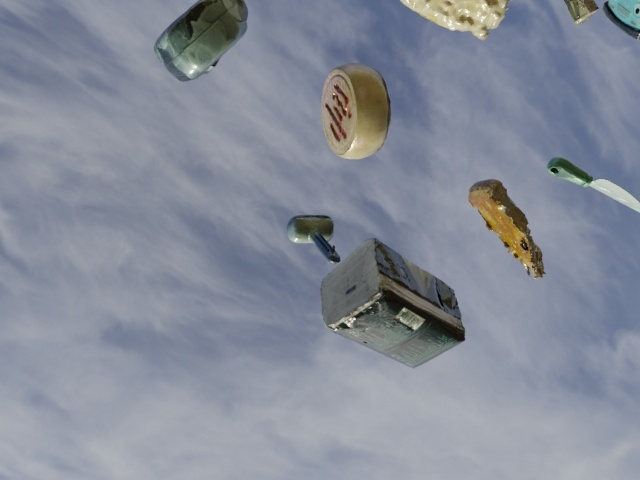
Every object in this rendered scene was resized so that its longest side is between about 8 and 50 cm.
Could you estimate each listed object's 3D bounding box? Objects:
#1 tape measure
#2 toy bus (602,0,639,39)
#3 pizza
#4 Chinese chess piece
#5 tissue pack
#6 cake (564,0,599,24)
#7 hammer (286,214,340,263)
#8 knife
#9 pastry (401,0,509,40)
[{"bbox_3d":[-0.314,-0.553,1.330,0.147,0.256,0.275,47,-109,-24],"label":"tape measure"},{"bbox_3d":[0.727,-0.531,0.961,0.271,0.165,0.133,-23,-123,1],"label":"toy bus"},{"bbox_3d":[0.485,-0.031,1.236,0.071,0.189,0.297,-31,-97,-2],"label":"pizza"},{"bbox_3d":[0.098,-0.372,1.420,0.112,0.270,0.270,-9,-82,-21],"label":"Chinese chess piece"},{"bbox_3d":[0.240,0.218,1.594,0.416,0.253,0.264,30,-55,-28],"label":"tissue pack"},{"bbox_3d":[0.650,-0.619,1.242,0.055,0.051,0.140,-15,-100,-28],"label":"cake"},{"bbox_3d":[0.000,0.000,1.130,0.116,0.194,0.069,0,-63,-25],"label":"hammer"},{"bbox_3d":[0.694,-0.140,1.219,0.260,0.063,0.034,28,-110,12],"label":"knife"},{"bbox_3d":[0.119,-0.251,0.444,0.121,0.258,0.089,45,-55,-10],"label":"pastry"}]
